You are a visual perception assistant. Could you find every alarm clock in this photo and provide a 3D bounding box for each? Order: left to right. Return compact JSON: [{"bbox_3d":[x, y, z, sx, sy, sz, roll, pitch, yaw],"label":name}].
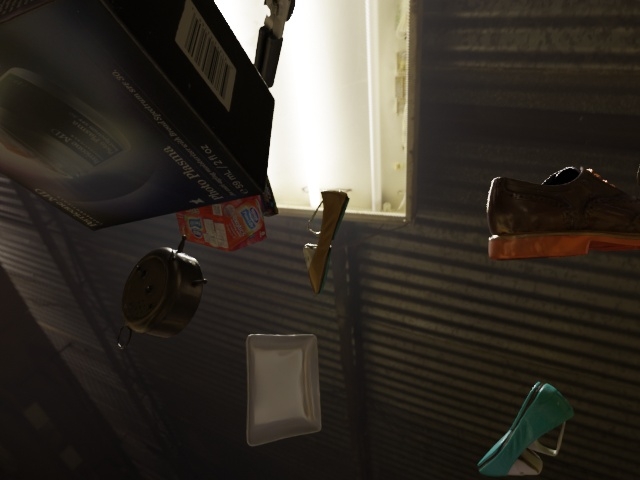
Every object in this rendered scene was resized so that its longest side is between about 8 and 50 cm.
[{"bbox_3d":[-0.251,0.090,0.660,0.192,0.064,0.129,-50,-131,12],"label":"alarm clock"}]

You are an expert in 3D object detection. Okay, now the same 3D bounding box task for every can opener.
[{"bbox_3d":[-0.118,-0.529,1.163,0.074,0.093,0.280,50,-38,18],"label":"can opener"}]

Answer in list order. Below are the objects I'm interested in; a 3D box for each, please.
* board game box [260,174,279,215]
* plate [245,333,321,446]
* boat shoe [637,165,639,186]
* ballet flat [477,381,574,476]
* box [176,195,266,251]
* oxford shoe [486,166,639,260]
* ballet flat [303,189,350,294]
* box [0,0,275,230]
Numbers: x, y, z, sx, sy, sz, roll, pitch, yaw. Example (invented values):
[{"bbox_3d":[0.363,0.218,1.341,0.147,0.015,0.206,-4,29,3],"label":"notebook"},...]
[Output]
[{"bbox_3d":[-0.213,-0.174,1.568,0.048,0.141,0.170,-18,-95,14],"label":"board game box"},{"bbox_3d":[-0.109,0.407,1.246,0.045,0.278,0.277,-15,-109,39],"label":"plate"},{"bbox_3d":[0.774,-0.235,0.906,0.110,0.104,0.307,33,-44,23],"label":"boat shoe"},{"bbox_3d":[0.369,0.366,0.793,0.087,0.083,0.247,38,-55,33],"label":"ballet flat"},{"bbox_3d":[-0.273,-0.063,1.182,0.256,0.122,0.128,10,-66,45],"label":"box"},{"bbox_3d":[0.419,-0.049,0.657,0.130,0.363,0.133,161,-76,-74],"label":"oxford shoe"},{"bbox_3d":[0.000,0.000,0.971,0.073,0.080,0.232,16,-87,1],"label":"ballet flat"},{"bbox_3d":[-0.252,-0.172,0.534,0.294,0.183,0.296,-9,-31,20],"label":"box"}]
